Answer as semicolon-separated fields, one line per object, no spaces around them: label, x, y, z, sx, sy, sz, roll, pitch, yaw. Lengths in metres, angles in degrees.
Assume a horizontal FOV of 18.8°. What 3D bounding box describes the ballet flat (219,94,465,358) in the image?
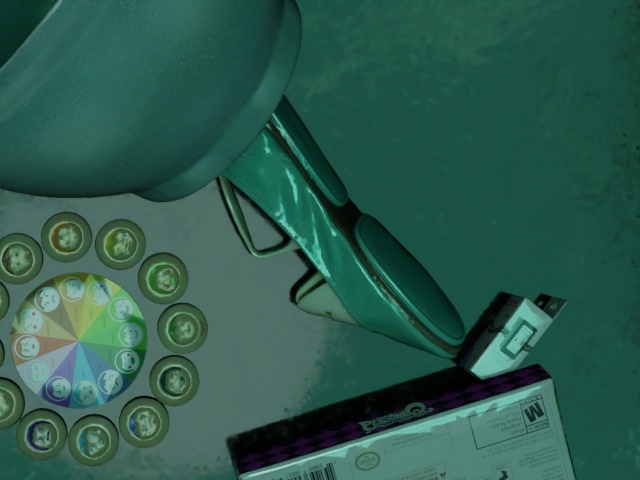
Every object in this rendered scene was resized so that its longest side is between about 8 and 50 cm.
ballet flat;0.000;0.000;1.378;0.087;0.083;0.247;-37;95;21

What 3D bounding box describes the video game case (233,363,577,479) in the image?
video game case;0.075;0.218;1.376;0.232;0.042;0.210;-17;108;-5

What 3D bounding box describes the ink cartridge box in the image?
ink cartridge box;0.139;0.067;1.398;0.028;0.048;0.083;39;87;-7

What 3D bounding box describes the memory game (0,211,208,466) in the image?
memory game;-0.173;0.071;1.387;0.186;0.012;0.186;0;92;-5

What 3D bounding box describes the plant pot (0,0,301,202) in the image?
plant pot;-0.138;-0.144;1.271;0.196;0.293;0.293;34;88;-31
